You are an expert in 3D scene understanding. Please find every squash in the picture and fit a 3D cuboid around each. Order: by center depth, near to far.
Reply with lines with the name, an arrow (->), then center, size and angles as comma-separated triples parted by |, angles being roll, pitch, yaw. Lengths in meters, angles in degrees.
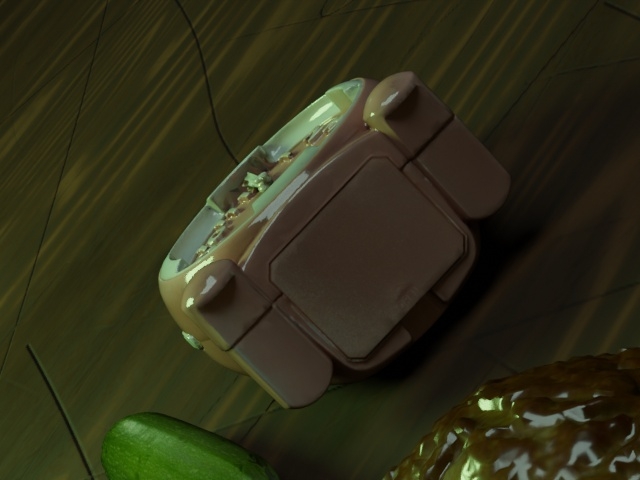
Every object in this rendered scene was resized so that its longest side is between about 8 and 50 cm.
squash -> -0.082, 0.158, 1.208 | 0.069, 0.069, 0.239 | -50, 26, -14

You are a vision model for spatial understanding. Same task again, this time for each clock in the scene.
clock -> 0.000, 0.000, 1.273 | 0.227, 0.142, 0.241 | -46, 15, -8

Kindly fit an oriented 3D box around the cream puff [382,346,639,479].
cream puff -> 0.101, 0.155, 0.614 | 0.303, 0.212, 0.303 | -22, 31, 14
